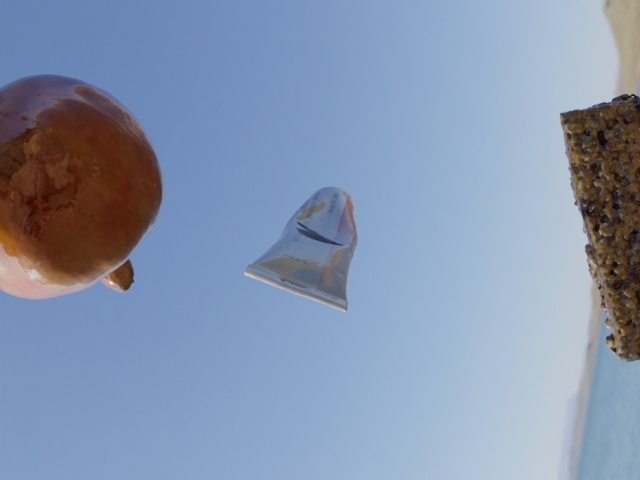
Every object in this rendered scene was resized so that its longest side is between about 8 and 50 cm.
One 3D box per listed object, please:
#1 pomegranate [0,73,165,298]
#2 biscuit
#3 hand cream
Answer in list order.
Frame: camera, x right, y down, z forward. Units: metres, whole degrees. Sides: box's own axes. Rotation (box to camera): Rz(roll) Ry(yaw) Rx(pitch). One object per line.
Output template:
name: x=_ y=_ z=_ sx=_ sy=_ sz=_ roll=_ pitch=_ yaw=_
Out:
pomegranate: x=-0.301 y=-0.047 z=0.924 sx=0.270 sy=0.229 sz=0.252 roll=50 pitch=-129 yaw=-32
biscuit: x=0.226 y=-0.010 z=0.594 sx=0.034 sy=0.064 sz=0.199 roll=26 pitch=-127 yaw=-71
hand cream: x=0.001 y=-0.001 z=0.534 sx=0.216 sy=0.052 sz=0.038 roll=-65 pitch=-35 yaw=-71
